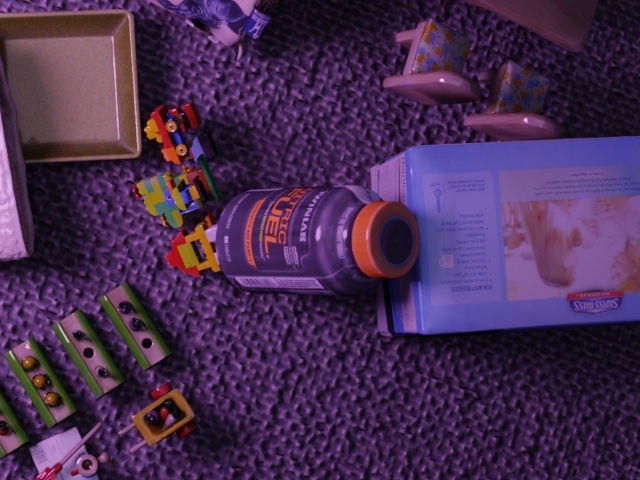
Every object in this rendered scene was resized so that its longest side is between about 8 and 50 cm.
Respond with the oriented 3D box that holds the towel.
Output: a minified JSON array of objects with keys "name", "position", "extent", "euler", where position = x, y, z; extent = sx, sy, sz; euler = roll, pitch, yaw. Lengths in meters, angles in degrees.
[{"name":"towel","position":[-0.454,-0.103,1.658],"extent":[0.187,0.049,0.282],"euler":[-10,89,13]}]

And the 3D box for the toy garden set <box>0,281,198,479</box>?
[{"name":"toy garden set","position":[-0.287,0.195,1.674],"extent":[0.244,0.049,0.204],"euler":[-32,84,-12]}]

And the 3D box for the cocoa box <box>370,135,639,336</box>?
[{"name":"cocoa box","position":[0.255,-0.002,1.708],"extent":[0.347,0.228,0.231],"euler":[-3,87,-10]}]

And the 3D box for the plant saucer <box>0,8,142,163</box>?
[{"name":"plant saucer","position":[-0.323,-0.189,1.713],"extent":[0.188,0.045,0.188],"euler":[-3,87,-10]}]

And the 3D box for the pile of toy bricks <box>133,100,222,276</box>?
[{"name":"pile of toy bricks","position":[-0.182,-0.065,1.713],"extent":[0.105,0.118,0.212],"euler":[-16,107,17]}]

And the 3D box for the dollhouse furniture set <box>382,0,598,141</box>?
[{"name":"dollhouse furniture set","position":[0.196,-0.350,1.616],"extent":[0.394,0.256,0.362],"euler":[20,83,-28]}]

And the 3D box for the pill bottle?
[{"name":"pill bottle","position":[0.000,0.000,1.617],"extent":[0.130,0.245,0.130],"euler":[1,89,-45]}]

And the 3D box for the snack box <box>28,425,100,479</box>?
[{"name":"snack box","position":[-0.296,0.323,1.695],"extent":[0.064,0.022,0.178],"euler":[-23,90,-12]}]

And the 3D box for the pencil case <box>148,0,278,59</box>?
[{"name":"pencil case","position":[-0.235,-0.381,1.682],"extent":[0.410,0.160,0.184],"euler":[23,100,-7]}]
